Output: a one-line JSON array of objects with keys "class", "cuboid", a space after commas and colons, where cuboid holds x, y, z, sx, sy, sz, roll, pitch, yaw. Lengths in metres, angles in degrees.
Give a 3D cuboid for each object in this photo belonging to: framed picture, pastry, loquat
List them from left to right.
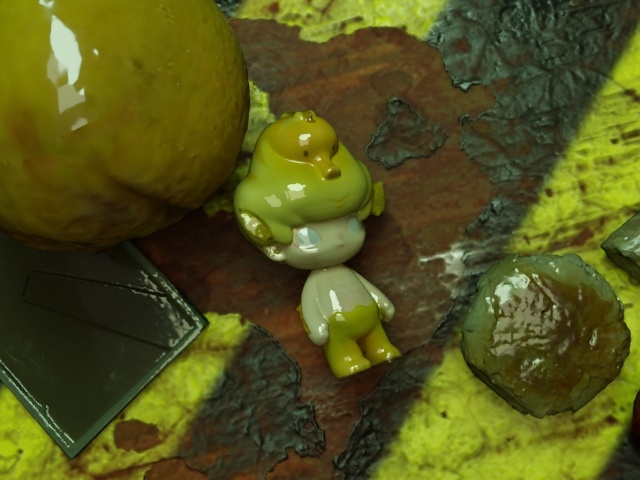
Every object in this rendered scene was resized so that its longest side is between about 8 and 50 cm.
[{"class": "framed picture", "cuboid": [-0.262, 0.057, 0.754, 0.260, 0.023, 0.189, 44, 89, 6]}, {"class": "loquat", "cuboid": [-0.203, -0.131, 0.639, 0.276, 0.276, 0.284, -23, 104, 1]}, {"class": "pastry", "cuboid": [0.202, 0.084, 0.693, 0.153, 0.081, 0.153, 0, 81, 0]}]

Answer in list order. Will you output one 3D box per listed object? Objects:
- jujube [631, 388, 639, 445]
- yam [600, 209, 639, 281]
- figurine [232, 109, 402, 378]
[{"class": "jujube", "cuboid": [0.354, 0.131, 0.667, 0.176, 0.109, 0.112, -48, 117, -4]}, {"class": "yam", "cuboid": [0.389, -0.073, 0.705, 0.299, 0.066, 0.066, -42, 83, -1]}, {"class": "figurine", "cuboid": [0.000, 0.000, 0.696, 0.156, 0.131, 0.246, -12, 81, -32]}]
